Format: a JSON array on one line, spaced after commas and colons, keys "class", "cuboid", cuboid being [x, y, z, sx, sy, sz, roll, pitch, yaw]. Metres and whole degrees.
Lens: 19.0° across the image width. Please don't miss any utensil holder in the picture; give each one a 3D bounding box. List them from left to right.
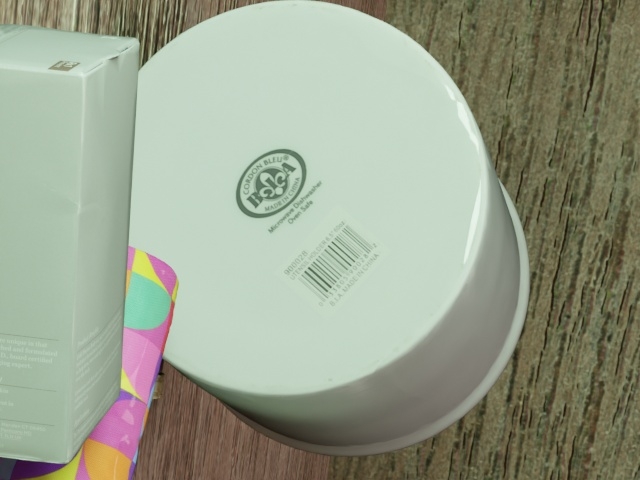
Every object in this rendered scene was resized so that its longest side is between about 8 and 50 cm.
[{"class": "utensil holder", "cuboid": [0.000, 0.000, 1.584, 0.385, 0.328, 0.327, 52, 46, -75]}]

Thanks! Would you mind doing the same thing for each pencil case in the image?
[{"class": "pencil case", "cuboid": [-0.167, 0.110, 1.284, 0.104, 0.104, 0.236, 83, 14, -60]}]

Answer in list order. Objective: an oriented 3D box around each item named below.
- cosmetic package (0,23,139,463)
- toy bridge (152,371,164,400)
[{"class": "cosmetic package", "cuboid": [-0.172, -0.002, 1.130, 0.127, 0.107, 0.238, -54, 147, -74]}, {"class": "toy bridge", "cuboid": [-0.155, 0.109, 1.473, 0.188, 0.063, 0.026, 22, 75, -82]}]
